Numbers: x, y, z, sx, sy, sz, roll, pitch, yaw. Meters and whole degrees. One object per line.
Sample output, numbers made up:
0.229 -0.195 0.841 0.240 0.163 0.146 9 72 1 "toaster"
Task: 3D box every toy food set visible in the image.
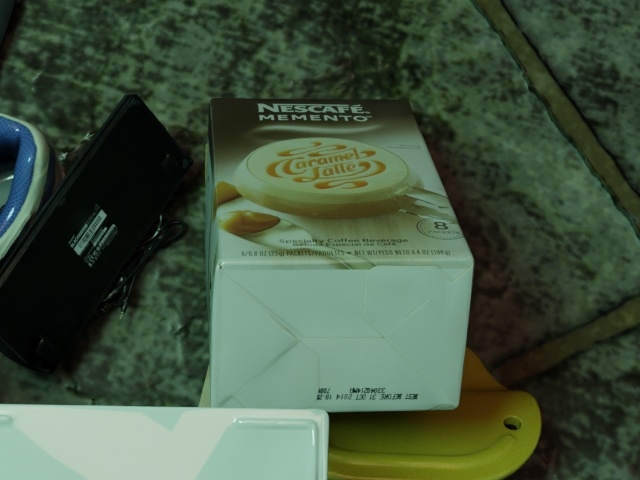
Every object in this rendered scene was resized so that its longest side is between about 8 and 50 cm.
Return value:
0.026 0.124 0.945 0.217 0.071 0.128 4 39 -5 "toy food set"

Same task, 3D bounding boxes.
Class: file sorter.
-0.100 0.223 0.771 0.192 0.173 0.278 1 84 -4 "file sorter"

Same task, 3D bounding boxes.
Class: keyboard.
-0.154 0.002 0.980 0.038 0.100 0.192 5 52 42 "keyboard"

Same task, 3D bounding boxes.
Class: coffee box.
0.000 0.000 0.910 0.141 0.098 0.246 0 25 -6 "coffee box"

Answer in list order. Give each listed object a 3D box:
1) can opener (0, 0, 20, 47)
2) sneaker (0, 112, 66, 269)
-0.245 -0.165 1.075 0.059 0.073 0.186 24 60 -37 "can opener"
-0.281 0.029 0.925 0.112 0.131 0.296 38 68 11 "sneaker"
